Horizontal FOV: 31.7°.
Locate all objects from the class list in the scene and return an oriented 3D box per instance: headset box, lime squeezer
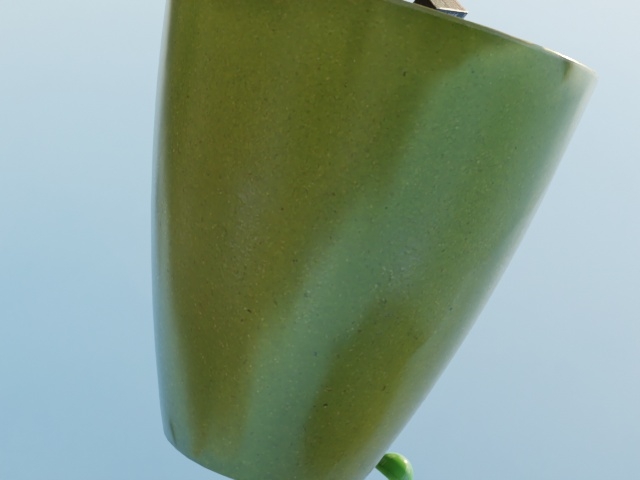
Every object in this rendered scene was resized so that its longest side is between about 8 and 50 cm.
[{"bbox_3d":[0.133,-0.262,1.347,0.083,0.032,0.062,-11,147,-52],"label":"headset box"},{"bbox_3d":[0.094,0.228,1.248,0.109,0.059,0.310,-10,-115,-7],"label":"lime squeezer"}]

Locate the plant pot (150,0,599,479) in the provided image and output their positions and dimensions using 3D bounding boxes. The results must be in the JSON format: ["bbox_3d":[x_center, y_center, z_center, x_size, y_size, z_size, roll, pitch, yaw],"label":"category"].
[{"bbox_3d":[0.000,0.000,0.724,0.274,0.294,0.275,16,-173,-2],"label":"plant pot"}]
